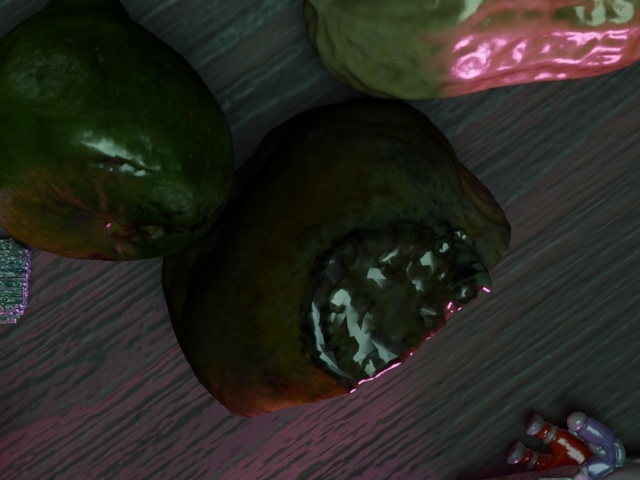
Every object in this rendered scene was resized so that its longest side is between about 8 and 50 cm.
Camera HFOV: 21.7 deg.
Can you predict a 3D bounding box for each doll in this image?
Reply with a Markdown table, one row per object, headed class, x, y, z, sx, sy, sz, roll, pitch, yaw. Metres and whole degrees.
| class | x | y | z | sx | sy | sz | roll | pitch | yaw |
| --- | --- | --- | --- | --- | --- | --- | --- | --- | --- |
| doll | 0.267 | 0.217 | 1.401 | 0.227 | 0.075 | 0.102 | 30 | 115 | -2 |

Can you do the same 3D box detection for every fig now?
| class | x | y | z | sx | sy | sz | roll | pitch | yaw |
| --- | --- | --- | --- | --- | --- | --- | --- | --- | --- |
| fig | -0.158 | -0.111 | 1.229 | 0.203 | 0.203 | 0.235 | 9 | 61 | -9 |

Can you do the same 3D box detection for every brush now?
| class | x | y | z | sx | sy | sz | roll | pitch | yaw |
| --- | --- | --- | --- | --- | --- | --- | --- | --- | --- |
| brush | -0.327 | 0.024 | 1.304 | 0.196 | 0.021 | 0.070 | 5 | 101 | -8 |

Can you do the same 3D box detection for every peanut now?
| class | x | y | z | sx | sy | sz | roll | pitch | yaw |
| --- | --- | --- | --- | --- | --- | --- | --- | --- | --- |
| peanut | 0.134 | -0.180 | 1.239 | 0.291 | 0.159 | 0.143 | -5 | 108 | -6 |

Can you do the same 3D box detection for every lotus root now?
| class | x | y | z | sx | sy | sz | roll | pitch | yaw |
| --- | --- | --- | --- | --- | --- | --- | --- | --- | --- |
| lotus root | -0.008 | 0.010 | 1.216 | 0.267 | 0.260 | 0.149 | -39 | 104 | 4 |

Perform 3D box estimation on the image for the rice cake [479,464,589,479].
| class | x | y | z | sx | sy | sz | roll | pitch | yaw |
| --- | --- | --- | --- | --- | --- | --- | --- | --- | --- |
| rice cake | 0.200 | 0.298 | 1.403 | 0.127 | 0.043 | 0.237 | -14 | 107 | 33 |
